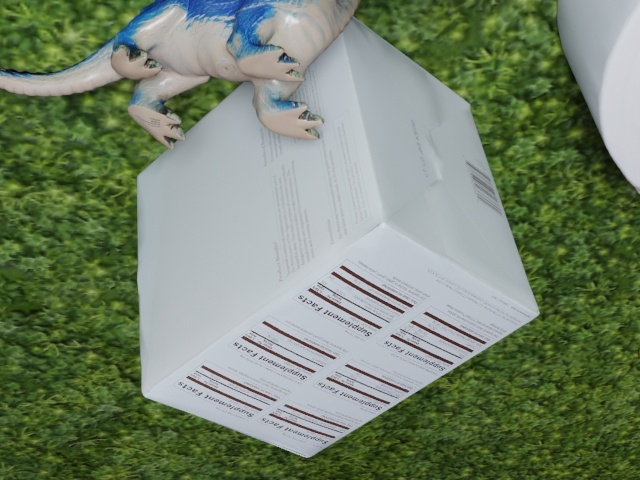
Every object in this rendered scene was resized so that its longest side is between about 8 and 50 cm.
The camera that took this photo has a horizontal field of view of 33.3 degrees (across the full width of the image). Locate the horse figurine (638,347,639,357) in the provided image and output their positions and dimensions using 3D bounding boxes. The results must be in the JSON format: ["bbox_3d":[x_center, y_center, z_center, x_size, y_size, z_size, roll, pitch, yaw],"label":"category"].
[{"bbox_3d":[0.401,0.075,0.984,0.174,0.066,0.263,-1,137,-3],"label":"horse figurine"}]

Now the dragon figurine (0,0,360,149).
[{"bbox_3d":[-0.059,-0.135,0.616,0.289,0.144,0.085,-1,145,20],"label":"dragon figurine"}]

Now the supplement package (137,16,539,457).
[{"bbox_3d":[0.000,0.000,0.704,0.203,0.194,0.149,-36,133,29],"label":"supplement package"}]

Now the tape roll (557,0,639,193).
[{"bbox_3d":[0.299,-0.146,0.673,0.286,0.100,0.286,-7,140,-6],"label":"tape roll"}]
